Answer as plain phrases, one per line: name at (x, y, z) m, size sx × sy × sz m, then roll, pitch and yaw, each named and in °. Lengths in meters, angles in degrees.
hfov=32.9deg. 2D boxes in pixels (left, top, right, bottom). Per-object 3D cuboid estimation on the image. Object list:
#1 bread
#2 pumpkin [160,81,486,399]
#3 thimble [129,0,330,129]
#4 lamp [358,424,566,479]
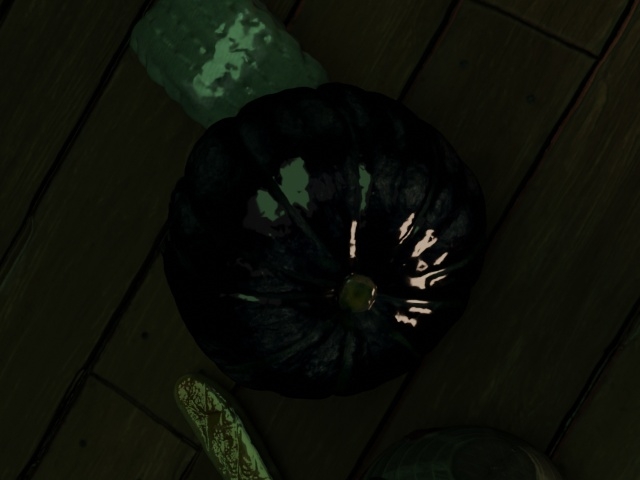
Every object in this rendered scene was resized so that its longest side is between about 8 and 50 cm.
bread at (-0.107, 0.256, 1.364) m, size 0.073 × 0.053 × 0.214 m, roll -37°, pitch 79°, yaw 13°
pumpkin at (0.000, 0.000, 1.213) m, size 0.363 × 0.266 × 0.363 m, roll -6°, pitch 120°, yaw -10°
thimble at (-0.109, -0.211, 1.334) m, size 0.172 × 0.205 × 0.250 m, roll -43°, pitch 81°, yaw 8°
lamp at (0.151, 0.320, 1.196) m, size 0.233 × 0.265 × 0.233 m, roll 21°, pitch 118°, yaw 48°
